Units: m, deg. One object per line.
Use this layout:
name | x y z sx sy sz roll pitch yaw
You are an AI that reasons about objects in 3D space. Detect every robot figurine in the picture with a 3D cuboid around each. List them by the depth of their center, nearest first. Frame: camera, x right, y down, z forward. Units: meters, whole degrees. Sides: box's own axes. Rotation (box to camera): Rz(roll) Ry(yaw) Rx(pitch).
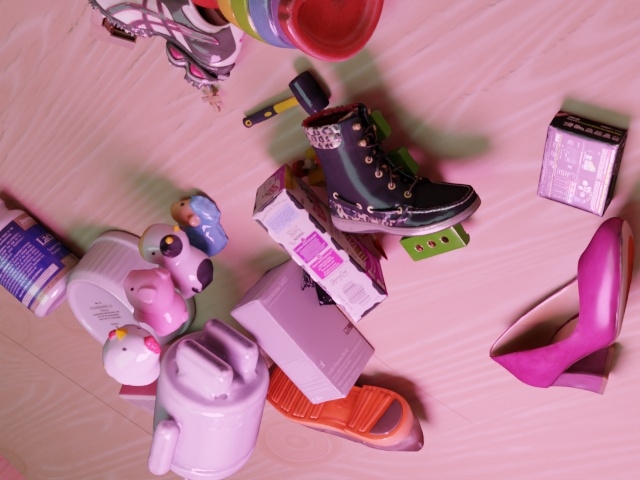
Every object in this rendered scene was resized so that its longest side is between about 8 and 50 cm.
robot figurine | -0.206 0.308 1.785 0.200 0.300 0.353 35 136 23

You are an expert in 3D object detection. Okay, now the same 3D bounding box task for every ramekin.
ramekin | -0.403 0.124 1.997 0.273 0.127 0.273 23 140 21

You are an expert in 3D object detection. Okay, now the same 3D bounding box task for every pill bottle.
pill bottle | -0.651 0.029 2.089 0.265 0.153 0.153 41 142 -2

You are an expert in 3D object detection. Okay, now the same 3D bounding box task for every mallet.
mallet | -0.066 -0.210 1.466 0.190 0.039 0.062 -5 124 47

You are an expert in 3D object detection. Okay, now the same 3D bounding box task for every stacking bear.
stacking bear | -0.075 -0.339 1.249 0.289 0.175 0.164 24 168 34

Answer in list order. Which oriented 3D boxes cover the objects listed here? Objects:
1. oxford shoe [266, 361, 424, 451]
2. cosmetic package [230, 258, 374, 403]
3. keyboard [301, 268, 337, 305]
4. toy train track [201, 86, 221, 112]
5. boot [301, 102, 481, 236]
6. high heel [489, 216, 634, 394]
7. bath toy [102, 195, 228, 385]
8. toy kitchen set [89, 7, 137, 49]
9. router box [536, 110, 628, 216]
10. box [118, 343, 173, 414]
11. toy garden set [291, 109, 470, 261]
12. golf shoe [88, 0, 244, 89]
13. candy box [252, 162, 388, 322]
oxford shoe | 0.035 0.325 1.839 0.364 0.130 0.133 18 158 41
cosmetic package | -0.031 0.164 1.729 0.238 0.127 0.107 49 141 -15
keyboard | 0.008 0.031 1.652 0.100 0.038 0.192 -2 128 12
toy train track | -0.177 -0.244 1.539 0.048 0.014 0.083 4 124 47
boot | 0.090 -0.099 1.330 0.236 0.085 0.178 -1 124 36
high heel | 0.329 0.095 1.350 0.181 0.127 0.377 12 139 17
bath toy | -0.273 0.085 1.673 0.151 0.348 0.129 33 143 -15
toy kitchen set | -0.318 -0.362 1.521 0.075 0.068 0.083 15 144 -13
router box | 0.334 -0.098 1.237 0.092 0.038 0.122 22 139 23
box | -0.289 0.304 2.050 0.232 0.127 0.148 -7 145 43
toy garden set | 0.087 -0.074 1.461 0.204 0.049 0.244 -20 114 46
golf shoe | -0.231 -0.348 1.432 0.273 0.105 0.120 35 124 0
candy box | 0.000 0.000 1.500 0.071 0.159 0.233 -42 105 12
